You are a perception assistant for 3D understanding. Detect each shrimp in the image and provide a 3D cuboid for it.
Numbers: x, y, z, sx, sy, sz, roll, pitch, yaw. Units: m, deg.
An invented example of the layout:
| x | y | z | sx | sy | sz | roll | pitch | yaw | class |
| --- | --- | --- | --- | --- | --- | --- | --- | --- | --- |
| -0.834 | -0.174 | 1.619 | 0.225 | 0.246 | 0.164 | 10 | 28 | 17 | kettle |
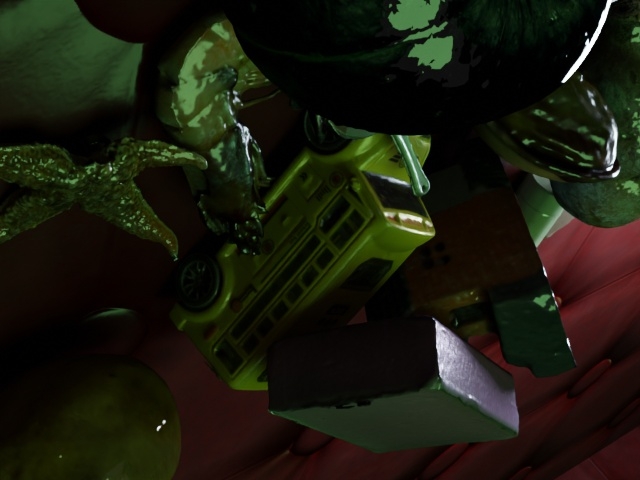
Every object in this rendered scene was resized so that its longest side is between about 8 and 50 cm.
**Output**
| x | y | z | sx | sy | sz | roll | pitch | yaw | class |
| --- | --- | --- | --- | --- | --- | --- | --- | --- | --- |
| -0.058 | -0.110 | 1.011 | 0.178 | 0.075 | 0.289 | -35 | 141 | -16 | shrimp |

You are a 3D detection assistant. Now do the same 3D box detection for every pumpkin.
| x | y | z | sx | sy | sz | roll | pitch | yaw | class |
| --- | --- | --- | --- | --- | --- | --- | --- | --- | --- |
| 0.062 | -0.220 | 0.799 | 0.315 | 0.238 | 0.315 | -23 | 127 | -36 | pumpkin |

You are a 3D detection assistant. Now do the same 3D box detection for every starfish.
| x | y | z | sx | sy | sz | roll | pitch | yaw | class |
| --- | --- | --- | --- | --- | --- | --- | --- | --- | --- |
| -0.216 | -0.035 | 0.922 | 0.247 | 0.050 | 0.138 | -2 | 139 | -30 | starfish |

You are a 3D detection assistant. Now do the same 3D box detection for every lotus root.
| x | y | z | sx | sy | sz | roll | pitch | yaw | class |
| --- | --- | --- | --- | --- | --- | --- | --- | --- | --- |
| 0.361 | -0.141 | 1.393 | 0.175 | 0.175 | 0.349 | -32 | 143 | -16 | lotus root |

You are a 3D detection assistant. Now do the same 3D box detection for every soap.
| x | y | z | sx | sy | sz | roll | pitch | yaw | class |
| --- | --- | --- | --- | --- | --- | --- | --- | --- | --- |
| 0.083 | 0.155 | 1.157 | 0.181 | 0.081 | 0.259 | -12 | 157 | 25 | soap |

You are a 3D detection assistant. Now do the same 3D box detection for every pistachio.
| x | y | z | sx | sy | sz | roll | pitch | yaw | class |
| --- | --- | --- | --- | --- | --- | --- | --- | --- | --- |
| 0.258 | -0.136 | 1.256 | 0.210 | 0.165 | 0.130 | 31 | 135 | -20 | pistachio |

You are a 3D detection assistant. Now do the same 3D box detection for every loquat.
| x | y | z | sx | sy | sz | roll | pitch | yaw | class |
| --- | --- | --- | --- | --- | --- | --- | --- | --- | --- |
| -0.250 | 0.216 | 1.121 | 0.238 | 0.193 | 0.238 | -42 | 178 | -2 | loquat |

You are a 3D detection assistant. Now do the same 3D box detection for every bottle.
| x | y | z | sx | sy | sz | roll | pitch | yaw | class |
| --- | --- | --- | --- | --- | --- | --- | --- | --- | --- |
| 0.280 | -0.012 | 1.599 | 0.072 | 0.072 | 0.201 | -14 | 144 | -42 | bottle |

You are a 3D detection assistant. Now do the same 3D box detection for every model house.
| x | y | z | sx | sy | sz | roll | pitch | yaw | class |
| --- | --- | --- | --- | --- | --- | --- | --- | --- | --- |
| 0.116 | 0.050 | 1.305 | 0.301 | 0.271 | 0.190 | -16 | 139 | 4 | model house |

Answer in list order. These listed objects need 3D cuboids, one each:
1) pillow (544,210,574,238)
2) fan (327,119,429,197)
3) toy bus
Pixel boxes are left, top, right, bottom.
| x | y | z | sx | sy | sz | roll | pitch | yaw | class |
| --- | --- | --- | --- | --- | --- | --- | --- | --- | --- |
| 0.399 | -0.080 | 1.695 | 0.211 | 0.034 | 0.135 | -38 | 151 | -9 | pillow |
| 0.058 | -0.130 | 1.031 | 0.152 | 0.008 | 0.227 | -45 | 127 | -29 | fan |
| 0.000 | 0.000 | 1.153 | 0.330 | 0.152 | 0.144 | -49 | 152 | 18 | toy bus |
